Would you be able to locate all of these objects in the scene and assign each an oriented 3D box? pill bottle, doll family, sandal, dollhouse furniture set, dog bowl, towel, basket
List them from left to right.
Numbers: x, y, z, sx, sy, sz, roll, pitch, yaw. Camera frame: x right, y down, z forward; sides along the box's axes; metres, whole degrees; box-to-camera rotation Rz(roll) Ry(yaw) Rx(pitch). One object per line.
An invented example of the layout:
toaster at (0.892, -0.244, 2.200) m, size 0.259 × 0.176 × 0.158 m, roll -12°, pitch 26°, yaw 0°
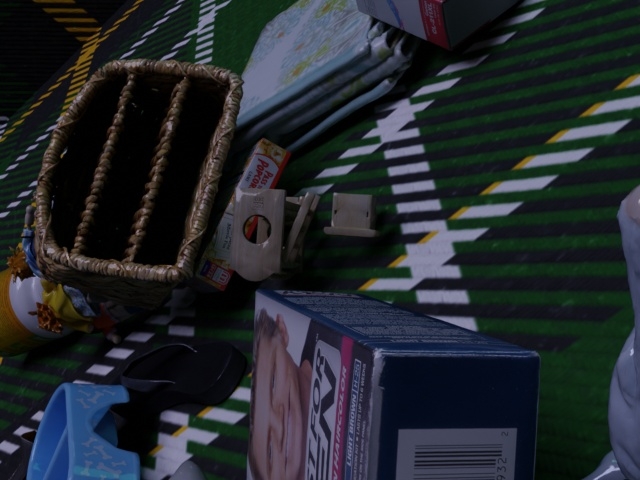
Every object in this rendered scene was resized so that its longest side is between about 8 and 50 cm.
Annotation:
pill bottle at (-0.449, 0.097, 1.689) m, size 0.245 × 0.136 × 0.136 m, roll -22°, pitch 37°, yaw 44°
doll family at (-0.372, 0.039, 1.505) m, size 0.118 × 0.263 × 0.163 m, roll -21°, pitch -4°, yaw -46°
dog bowl at (-0.274, 0.267, 1.197) m, size 0.166 × 0.074 × 0.297 m, roll -64°, pitch 22°, yaw 15°
basket at (-0.248, -0.087, 1.370) m, size 0.223 × 0.213 × 0.299 m, roll 144°, pitch 143°, yaw -67°
sandal at (-0.185, 0.157, 1.286) m, size 0.254 × 0.054 × 0.097 m, roll -20°, pitch 38°, yaw 46°
dollhouse furniture set at (0.000, 0.000, 1.230) m, size 0.182 × 0.160 × 0.101 m, roll 8°, pitch -94°, yaw -77°
towel at (0.009, -0.269, 1.533) m, size 0.374 × 0.090 × 0.321 m, roll -25°, pitch 32°, yaw 40°

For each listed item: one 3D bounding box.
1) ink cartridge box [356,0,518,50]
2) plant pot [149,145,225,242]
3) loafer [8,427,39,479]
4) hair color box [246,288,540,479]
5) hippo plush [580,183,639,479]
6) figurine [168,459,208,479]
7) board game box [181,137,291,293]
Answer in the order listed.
ink cartridge box at (0.137, -0.317, 1.303) m, size 0.127 × 0.072 × 0.175 m, roll -39°, pitch 46°, yaw -19°
plant pot at (-0.267, -0.067, 1.595) m, size 0.188 × 0.167 × 0.187 m, roll -11°, pitch 45°, yaw 51°
loafer at (-0.375, 0.275, 1.416) m, size 0.170 × 0.061 × 0.062 m, roll -52°, pitch 27°, yaw -5°
hair color box at (0.030, 0.136, 0.752) m, size 0.347 × 0.105 × 0.174 m, roll -170°, pitch 83°, yaw -76°
hippo plush at (0.278, 0.040, 0.615) m, size 0.236 × 0.234 × 0.294 m, roll -52°, pitch -23°, yaw -49°
figurine at (-0.142, 0.308, 0.986) m, size 0.215 × 0.092 × 0.209 m, roll -55°, pitch 22°, yaw -15°
board game box at (-0.115, -0.028, 1.367) m, size 0.194 × 0.045 × 0.147 m, roll -64°, pitch 13°, yaw -10°
